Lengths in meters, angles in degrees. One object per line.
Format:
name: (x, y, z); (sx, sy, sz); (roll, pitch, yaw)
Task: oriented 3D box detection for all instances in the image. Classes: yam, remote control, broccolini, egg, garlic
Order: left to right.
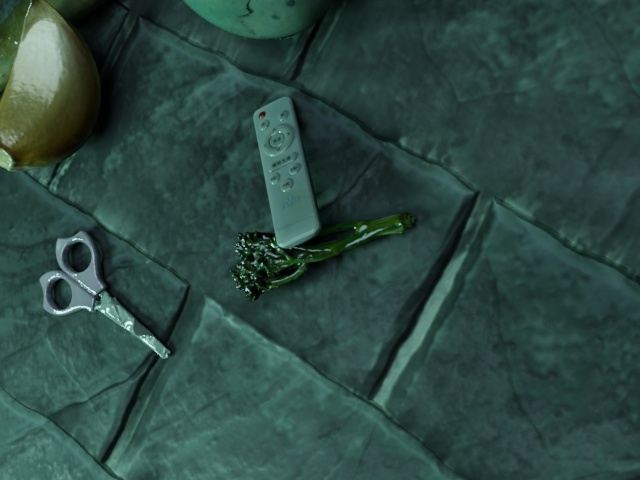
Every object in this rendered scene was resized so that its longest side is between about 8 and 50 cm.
garlic: (-0.331, -0.185, 1.066); (0.115, 0.128, 0.207); (23, 103, 62)
yam: (-0.344, -0.275, 1.109); (0.317, 0.067, 0.071); (-34, 45, 18)
egg: (-0.081, -0.306, 0.921); (0.169, 0.169, 0.236); (-50, 64, 13)
remote control: (-0.034, -0.072, 0.930); (0.050, 0.027, 0.184); (-24, 56, 17)
broccolini: (-0.004, 0.001, 0.909); (0.201, 0.058, 0.074); (-21, 82, 24)

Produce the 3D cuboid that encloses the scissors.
scissors: (-0.253, 0.076, 1.047); (0.212, 0.021, 0.110); (35, 102, 27)
